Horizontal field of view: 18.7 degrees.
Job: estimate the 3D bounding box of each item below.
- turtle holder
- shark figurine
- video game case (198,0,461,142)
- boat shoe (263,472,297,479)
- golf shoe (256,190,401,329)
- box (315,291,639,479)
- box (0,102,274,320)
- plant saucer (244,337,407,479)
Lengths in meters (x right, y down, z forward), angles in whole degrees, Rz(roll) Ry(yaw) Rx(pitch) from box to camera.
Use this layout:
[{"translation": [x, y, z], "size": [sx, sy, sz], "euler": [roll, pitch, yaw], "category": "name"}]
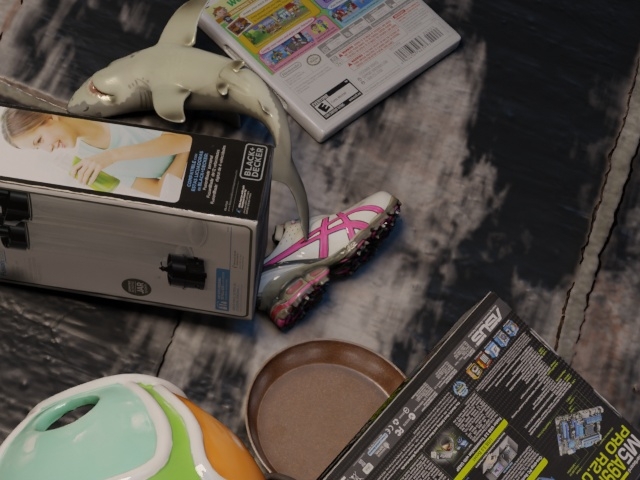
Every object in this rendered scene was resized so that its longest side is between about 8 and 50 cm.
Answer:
[{"translation": [-0.178, 0.249, 1.529], "size": [0.243, 0.320, 0.227], "euler": [21, 45, -39], "category": "turtle holder"}, {"translation": [-0.088, -0.122, 1.864], "size": [0.278, 0.116, 0.166], "euler": [28, 72, 31], "category": "shark figurine"}, {"translation": [0.008, -0.219, 2.009], "size": [0.212, 0.023, 0.193], "euler": [-37, 73, -30], "category": "video game case"}, {"translation": [0.039, 0.332, 1.596], "size": [0.355, 0.130, 0.132], "euler": [40, 57, 12], "category": "boat shoe"}, {"translation": [0.000, 0.000, 1.838], "size": [0.086, 0.067, 0.186], "euler": [42, 58, 15], "category": "golf shoe"}, {"translation": [0.144, 0.209, 1.725], "size": [0.216, 0.060, 0.270], "euler": [44, 57, 0], "category": "box"}, {"translation": [-0.192, -0.026, 1.719], "size": [0.290, 0.169, 0.087], "euler": [10, 57, 1], "category": "box"}, {"translation": [0.012, 0.168, 1.757], "size": [0.168, 0.029, 0.168], "euler": [7, 56, -10], "category": "plant saucer"}]
